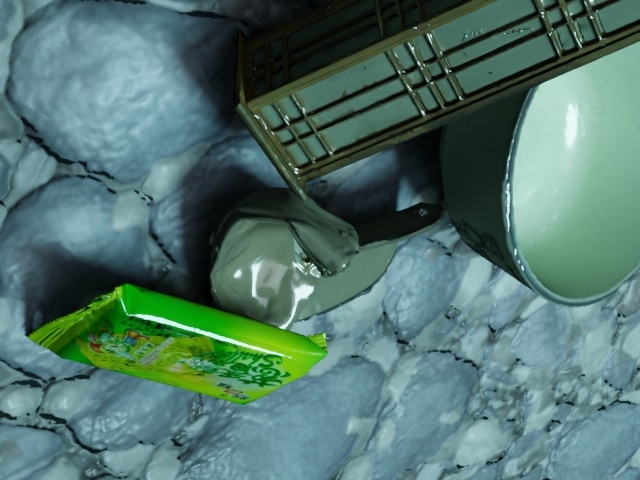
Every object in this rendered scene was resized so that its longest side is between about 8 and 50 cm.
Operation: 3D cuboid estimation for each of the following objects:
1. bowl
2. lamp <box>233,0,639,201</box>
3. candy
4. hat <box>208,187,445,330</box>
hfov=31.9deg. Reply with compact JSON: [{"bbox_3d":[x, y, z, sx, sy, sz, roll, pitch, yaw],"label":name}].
[{"bbox_3d":[0.164,-0.063,0.818,0.211,0.112,0.211,-13,110,-39],"label":"bowl"},{"bbox_3d":[0.106,-0.138,0.675,0.325,0.090,0.089,-23,130,16],"label":"lamp"},{"bbox_3d":[-0.091,0.071,0.741,0.178,0.032,0.102,20,142,-33],"label":"candy"},{"bbox_3d":[0.000,0.000,0.790,0.175,0.085,0.147,-26,166,-42],"label":"hat"}]
